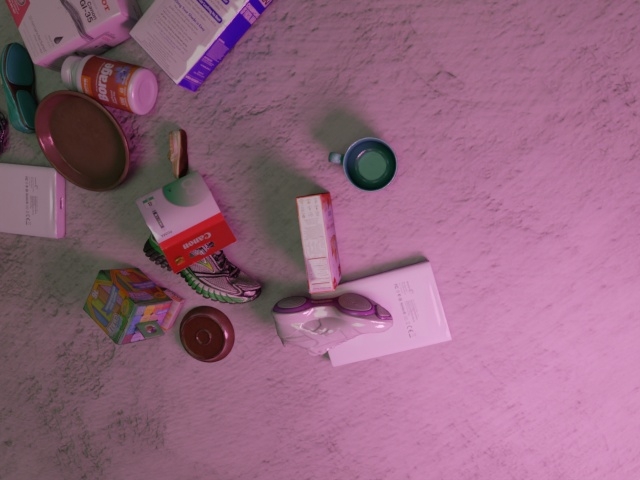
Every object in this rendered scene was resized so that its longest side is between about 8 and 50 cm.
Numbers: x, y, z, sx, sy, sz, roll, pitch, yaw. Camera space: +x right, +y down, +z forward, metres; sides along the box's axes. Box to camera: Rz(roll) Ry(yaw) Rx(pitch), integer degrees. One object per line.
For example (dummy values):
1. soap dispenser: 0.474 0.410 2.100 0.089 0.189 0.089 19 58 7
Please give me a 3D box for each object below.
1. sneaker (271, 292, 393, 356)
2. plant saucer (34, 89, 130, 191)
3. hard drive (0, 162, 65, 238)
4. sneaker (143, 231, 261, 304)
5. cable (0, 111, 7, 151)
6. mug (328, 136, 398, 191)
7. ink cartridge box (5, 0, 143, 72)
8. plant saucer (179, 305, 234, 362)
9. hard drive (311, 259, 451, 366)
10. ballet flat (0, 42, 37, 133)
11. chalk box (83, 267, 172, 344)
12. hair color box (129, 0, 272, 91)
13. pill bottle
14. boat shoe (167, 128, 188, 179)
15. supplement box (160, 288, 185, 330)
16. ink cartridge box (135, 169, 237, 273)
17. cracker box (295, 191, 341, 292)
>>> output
1. sneaker: 0.032 0.216 1.146 0.304 0.114 0.152 -1 111 14
2. plant saucer: -0.630 -0.264 1.215 0.277 0.041 0.278 7 122 12
3. hard drive: -0.896 -0.122 1.323 0.307 0.040 0.203 6 98 9
4. sneaker: -0.302 0.050 1.197 0.343 0.134 0.146 32 101 5
5. cable: -1.000 -0.317 1.318 0.184 0.047 0.151 7 103 5
6. mug: 0.115 -0.194 1.112 0.158 0.097 0.129 45 103 2
7. ink cartridge box: -0.635 -0.601 1.176 0.282 0.117 0.207 -22 93 12
8. plant saucer: -0.327 0.270 1.285 0.168 0.029 0.169 1 97 10
9. hard drive: 0.156 0.194 1.185 0.318 0.040 0.211 -16 94 11
10. ballet flat: -0.847 -0.418 1.258 0.087 0.083 0.248 -8 94 25
11. chalk box: -0.504 0.186 1.220 0.213 0.132 0.132 33 103 23
12. hair color box: -0.288 -0.566 1.128 0.339 0.110 0.185 -44 88 14
13. pill bottle: -0.552 -0.412 1.185 0.215 0.121 0.121 16 100 7
14. boat shoe: -0.387 -0.230 1.220 0.045 0.050 0.136 1 88 13
15. supplement box: -0.436 0.197 1.288 0.062 0.036 0.099 31 102 6
16. ink cartridge box: -0.345 -0.053 1.158 0.180 0.056 0.225 -29 64 -13
17. cracker box: 0.000 0.000 1.128 0.067 0.156 0.233 -6 97 10
